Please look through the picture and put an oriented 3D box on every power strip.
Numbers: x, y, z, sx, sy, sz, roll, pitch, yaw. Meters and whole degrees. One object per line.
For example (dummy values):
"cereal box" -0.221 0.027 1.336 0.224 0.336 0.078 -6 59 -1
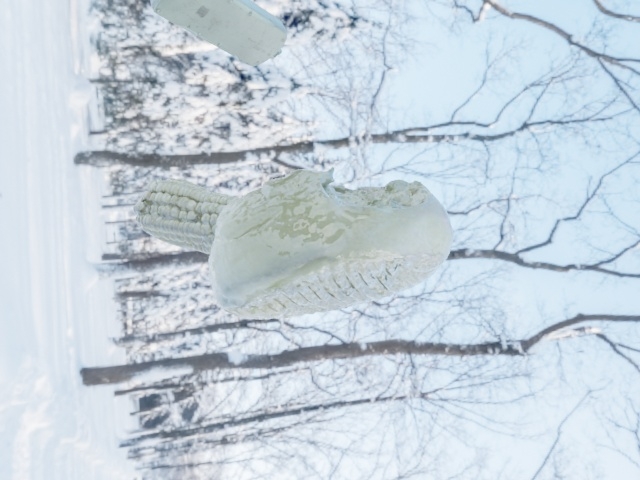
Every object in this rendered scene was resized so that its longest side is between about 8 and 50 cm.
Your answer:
"power strip" -0.136 -0.305 0.769 0.080 0.227 0.029 -33 -117 29

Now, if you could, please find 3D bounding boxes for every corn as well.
"corn" -0.136 -0.024 0.696 0.211 0.087 0.087 16 -65 31

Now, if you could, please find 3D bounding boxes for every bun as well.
"bun" 0.000 0.000 0.529 0.210 0.237 0.116 23 49 -60
